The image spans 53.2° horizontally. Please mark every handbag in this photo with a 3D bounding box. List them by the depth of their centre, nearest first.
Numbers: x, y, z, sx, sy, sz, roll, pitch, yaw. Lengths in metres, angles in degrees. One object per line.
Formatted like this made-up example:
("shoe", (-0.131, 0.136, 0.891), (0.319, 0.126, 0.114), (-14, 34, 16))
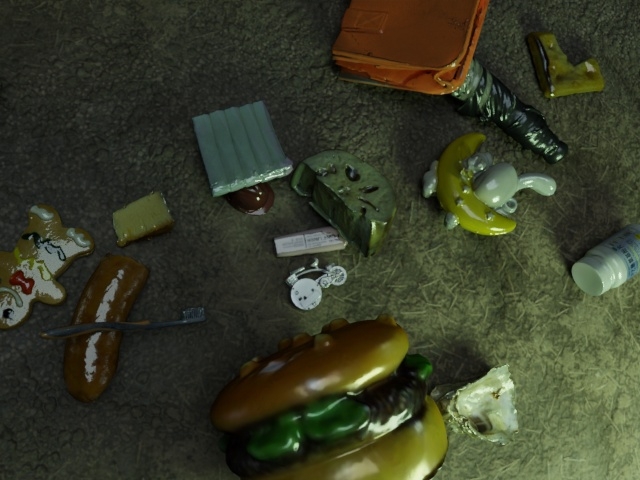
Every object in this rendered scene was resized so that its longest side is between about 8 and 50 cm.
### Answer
("handbag", (0.212, -0.531, 1.412), (0.303, 0.116, 0.410), (13, 74, 17))

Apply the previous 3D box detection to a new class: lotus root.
("lotus root", (0.057, -0.089, 1.302), (0.235, 0.119, 0.138), (39, 55, 8))

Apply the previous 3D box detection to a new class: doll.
("doll", (0.357, -0.119, 1.411), (0.252, 0.111, 0.237), (-41, 75, -18))

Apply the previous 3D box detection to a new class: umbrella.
("umbrella", (0.423, -0.296, 1.484), (0.357, 0.106, 0.113), (35, 81, -13))

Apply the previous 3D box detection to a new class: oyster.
("oyster", (0.311, 0.339, 1.314), (0.232, 0.107, 0.162), (7, 71, -32))

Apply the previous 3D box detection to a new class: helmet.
("helmet", (-0.142, -0.105, 1.303), (0.111, 0.057, 0.089), (27, 71, -7))

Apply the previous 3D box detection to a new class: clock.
("clock", (-0.010, 0.084, 1.305), (0.129, 0.041, 0.087), (-31, 91, -14))

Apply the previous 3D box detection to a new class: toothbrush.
("toothbrush", (-0.336, 0.150, 1.135), (0.321, 0.023, 0.031), (-4, 86, -47))

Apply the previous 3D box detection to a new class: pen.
("pen", (0.000, 0.000, 1.331), (0.197, 0.032, 0.053), (-10, 80, -15))

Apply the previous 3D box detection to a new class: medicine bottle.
("medicine bottle", (0.673, 0.044, 1.458), (0.186, 0.103, 0.103), (-28, 86, -19))

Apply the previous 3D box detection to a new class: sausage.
("sausage", (-0.396, 0.156, 1.159), (0.108, 0.109, 0.271), (15, 75, -11))

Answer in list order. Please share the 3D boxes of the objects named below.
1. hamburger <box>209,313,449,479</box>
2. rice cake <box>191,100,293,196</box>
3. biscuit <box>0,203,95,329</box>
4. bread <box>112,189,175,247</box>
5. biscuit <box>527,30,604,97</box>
("hamburger", (-0.004, 0.296, 1.090), (0.395, 0.396, 0.278), (-22, 86, -18))
("rice cake", (-0.163, -0.188, 1.294), (0.189, 0.037, 0.198), (-19, 62, -19))
("biscuit", (-0.533, 0.056, 1.181), (0.158, 0.035, 0.240), (29, 72, -4))
("bread", (-0.346, -0.044, 1.225), (0.109, 0.080, 0.084), (-19, 81, -20))
("biscuit", (0.609, -0.438, 1.581), (0.183, 0.039, 0.174), (-7, 78, -16))
